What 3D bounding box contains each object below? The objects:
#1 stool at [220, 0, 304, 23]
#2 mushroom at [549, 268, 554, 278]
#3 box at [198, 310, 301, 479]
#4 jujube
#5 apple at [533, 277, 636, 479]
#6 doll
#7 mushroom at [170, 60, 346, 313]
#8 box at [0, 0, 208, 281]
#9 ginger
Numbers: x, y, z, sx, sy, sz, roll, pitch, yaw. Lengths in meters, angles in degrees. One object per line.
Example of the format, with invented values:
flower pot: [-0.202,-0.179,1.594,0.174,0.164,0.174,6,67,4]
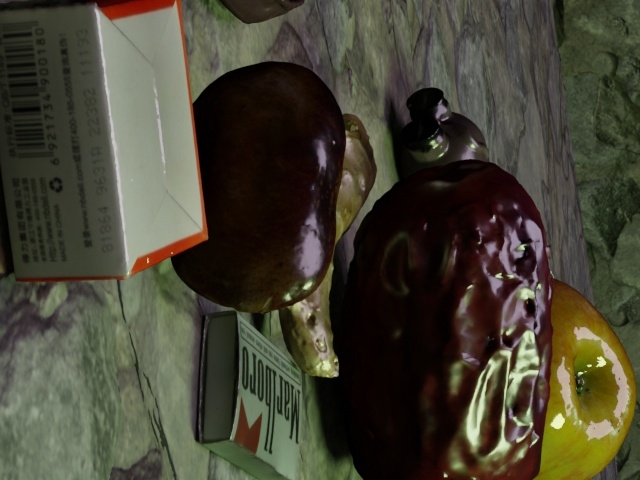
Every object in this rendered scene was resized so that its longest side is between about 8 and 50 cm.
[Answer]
stool: [-0.013,-0.339,1.426,0.272,0.179,0.272,-6,90,-74]
mushroom: [0.275,0.099,2.389,0.117,0.141,0.188,161,-68,-72]
box: [-0.058,0.141,1.394,0.177,0.036,0.115,49,40,-64]
jujube: [0.130,0.110,1.658,0.258,0.258,0.376,-57,142,-64]
apple: [0.278,0.187,2.102,0.301,0.302,0.301,-5,90,-73]
doll: [0.171,-0.070,2.076,0.257,0.117,0.182,67,28,-44]
mushroom: [-0.053,-0.019,1.351,0.217,0.148,0.227,93,10,-66]
box: [-0.149,-0.072,1.045,0.133,0.099,0.182,-37,122,-67]
ginger: [0.000,0.000,1.539,0.131,0.086,0.294,69,24,-53]
